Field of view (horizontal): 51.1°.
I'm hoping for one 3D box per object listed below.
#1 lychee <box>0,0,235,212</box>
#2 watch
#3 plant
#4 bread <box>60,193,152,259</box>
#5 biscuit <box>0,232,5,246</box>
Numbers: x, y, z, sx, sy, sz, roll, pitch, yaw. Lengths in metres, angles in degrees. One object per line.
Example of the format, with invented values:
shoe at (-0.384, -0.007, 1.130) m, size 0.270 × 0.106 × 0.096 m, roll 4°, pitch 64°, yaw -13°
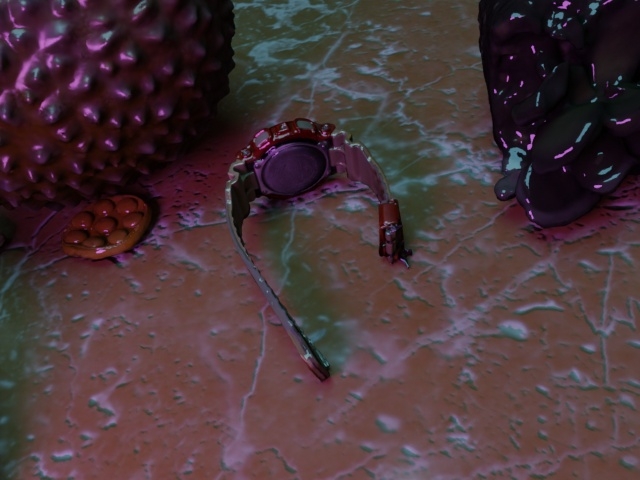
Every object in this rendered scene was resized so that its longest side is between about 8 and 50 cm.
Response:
lychee at (-0.286, -0.218, 0.747) m, size 0.380 × 0.380 × 0.432 m, roll 25°, pitch 67°, yaw 35°
watch at (0.002, -0.007, 0.653) m, size 0.165 × 0.102 × 0.268 m, roll -26°, pitch 53°, yaw -9°
plant at (0.249, -0.161, 0.639) m, size 0.199 × 0.188 × 0.276 m, roll -10°, pitch 45°, yaw 10°
bread at (-0.248, -0.015, 0.775) m, size 0.110 × 0.024 × 0.110 m, roll -8°, pitch 42°, yaw 8°
biscuit at (-0.480, 0.042, 0.787) m, size 0.121 × 0.040 × 0.199 m, roll 22°, pitch 59°, yaw 31°
